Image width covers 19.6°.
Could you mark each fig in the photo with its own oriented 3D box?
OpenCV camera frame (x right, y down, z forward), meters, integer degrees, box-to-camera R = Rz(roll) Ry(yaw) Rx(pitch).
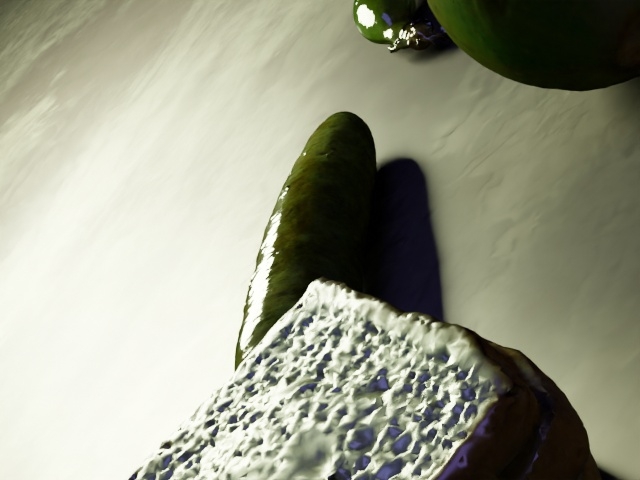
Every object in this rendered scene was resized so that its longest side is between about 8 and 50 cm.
[{"bbox_3d":[0.154,-0.173,1.113,0.181,0.181,0.191,-36,46,13],"label":"fig"}]

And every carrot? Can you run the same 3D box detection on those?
[{"bbox_3d":[0.000,0.000,1.162,0.074,0.074,0.358,-32,22,22],"label":"carrot"}]

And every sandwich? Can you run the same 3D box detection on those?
[{"bbox_3d":[-0.012,0.149,0.862,0.273,0.095,0.249,-47,22,-12],"label":"sandwich"}]

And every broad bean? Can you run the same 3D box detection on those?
[{"bbox_3d":[0.110,-0.244,1.483,0.144,0.049,0.292,-3,45,49],"label":"broad bean"}]
